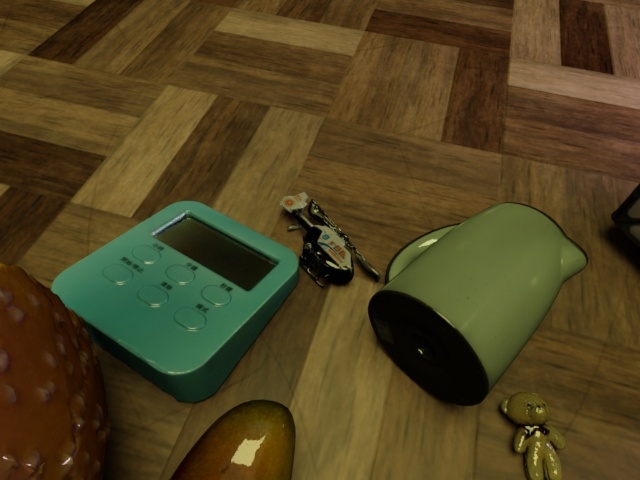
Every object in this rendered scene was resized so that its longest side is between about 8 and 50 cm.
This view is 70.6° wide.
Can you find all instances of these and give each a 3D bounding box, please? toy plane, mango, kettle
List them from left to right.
[{"bbox_3d":[-0.099,0.279,0.417,0.133,0.111,0.267,12,54,26],"label":"mango"},{"bbox_3d":[-0.001,0.000,0.668,0.078,0.053,0.197,-26,59,-28],"label":"toy plane"},{"bbox_3d":[0.178,0.053,0.579,0.236,0.161,0.221,-38,32,-26],"label":"kettle"}]

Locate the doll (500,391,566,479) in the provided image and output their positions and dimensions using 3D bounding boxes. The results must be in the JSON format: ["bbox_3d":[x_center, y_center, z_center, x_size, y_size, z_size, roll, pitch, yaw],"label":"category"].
[{"bbox_3d":[0.248,0.225,0.522,0.062,0.051,0.093,-3,83,-5],"label":"doll"}]

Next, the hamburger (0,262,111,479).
[{"bbox_3d":[-0.305,0.186,0.335,0.269,0.445,0.286,-15,76,-22],"label":"hamburger"}]

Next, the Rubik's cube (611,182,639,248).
[{"bbox_3d":[0.643,-0.048,0.559,0.307,0.305,0.310,-14,53,-20],"label":"Rubik's cube"}]

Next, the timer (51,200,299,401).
[{"bbox_3d":[-0.176,0.051,0.601,0.232,0.091,0.250,25,53,17],"label":"timer"}]
